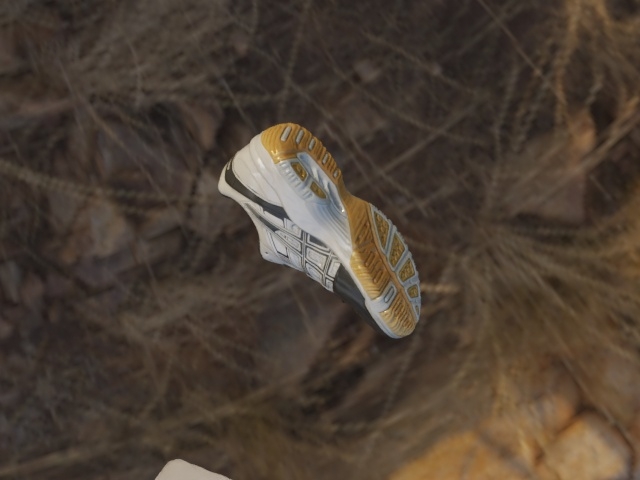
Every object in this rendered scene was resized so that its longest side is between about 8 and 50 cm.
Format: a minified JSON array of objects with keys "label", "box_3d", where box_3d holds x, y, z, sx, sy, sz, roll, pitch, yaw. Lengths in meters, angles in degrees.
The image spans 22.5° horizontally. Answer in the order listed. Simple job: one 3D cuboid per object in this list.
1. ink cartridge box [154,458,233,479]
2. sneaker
[{"label":"ink cartridge box","box_3d":[-0.054,0.258,1.228,0.072,0.127,0.175,-52,129,-23]},{"label":"sneaker","box_3d":[0.000,0.000,0.533,0.037,0.032,0.083,-28,105,35]}]
